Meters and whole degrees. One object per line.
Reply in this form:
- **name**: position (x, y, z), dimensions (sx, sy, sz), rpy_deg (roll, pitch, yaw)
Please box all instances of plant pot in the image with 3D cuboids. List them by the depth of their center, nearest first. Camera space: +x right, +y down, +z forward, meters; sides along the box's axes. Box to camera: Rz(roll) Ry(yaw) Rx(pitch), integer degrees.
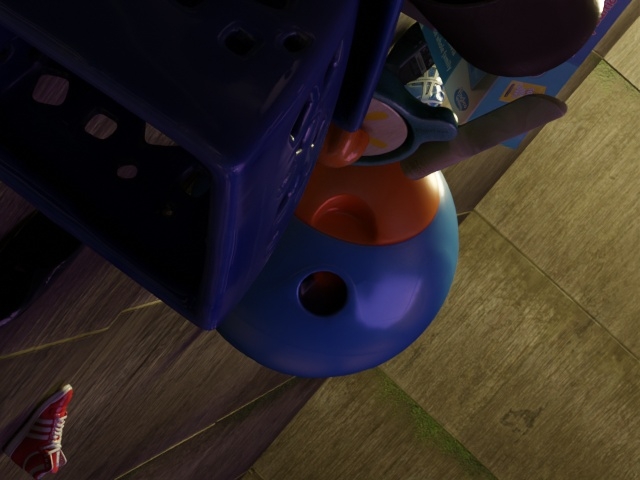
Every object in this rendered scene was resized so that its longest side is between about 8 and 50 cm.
- **plant pot**: position (-0.085, -0.121, 0.746), dimensions (0.212, 0.236, 0.236), rpy_deg (-50, 170, -22)

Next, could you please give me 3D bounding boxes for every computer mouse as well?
- **computer mouse**: position (0.070, -0.200, 1.563), dimensions (0.242, 0.041, 0.071), rpy_deg (-40, 160, -3)

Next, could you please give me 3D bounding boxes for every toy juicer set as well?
- **toy juicer set**: position (0.008, -0.087, 1.029), dimensions (0.209, 0.329, 0.089), rpy_deg (124, -20, -66)

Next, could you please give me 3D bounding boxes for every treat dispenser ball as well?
- **treat dispenser ball**: position (0.000, 0.000, 1.307), dimensions (0.288, 0.288, 0.288), rpy_deg (-45, 169, -11)

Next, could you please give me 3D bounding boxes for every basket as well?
- **basket**: position (0.122, -0.210, 0.868), dimensions (0.154, 0.204, 0.227), rpy_deg (-7, 164, 17)

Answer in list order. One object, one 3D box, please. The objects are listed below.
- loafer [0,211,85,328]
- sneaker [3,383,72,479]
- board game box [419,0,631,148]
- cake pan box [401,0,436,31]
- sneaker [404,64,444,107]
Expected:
- **loafer**: position (-0.262, 0.039, 1.055), dimensions (0.170, 0.062, 0.061), rpy_deg (-40, 172, -29)
- **sneaker**: position (-0.318, 0.231, 1.490), dimensions (0.118, 0.067, 0.042), rpy_deg (-50, 169, 13)
- **board game box**: position (0.232, -0.304, 1.290), dimensions (0.079, 0.253, 0.336), rpy_deg (16, 127, -26)
- **cake pan box**: position (0.157, -0.337, 1.020), dimensions (0.246, 0.070, 0.267), rpy_deg (-44, 158, -26)
- **sneaker**: position (0.133, -0.202, 1.654), dimensions (0.211, 0.081, 0.080), rpy_deg (-43, 167, -27)
